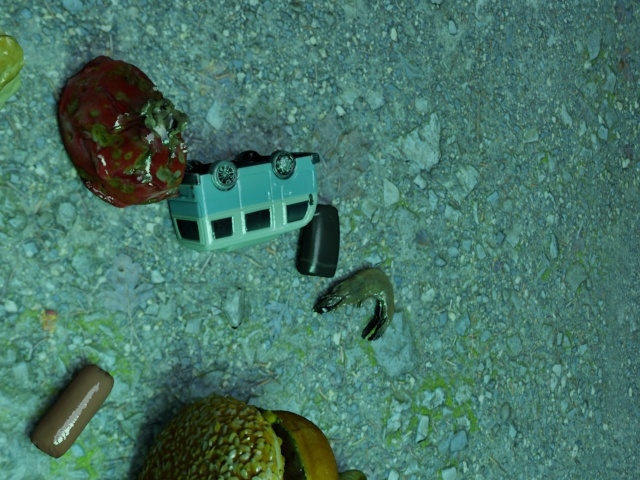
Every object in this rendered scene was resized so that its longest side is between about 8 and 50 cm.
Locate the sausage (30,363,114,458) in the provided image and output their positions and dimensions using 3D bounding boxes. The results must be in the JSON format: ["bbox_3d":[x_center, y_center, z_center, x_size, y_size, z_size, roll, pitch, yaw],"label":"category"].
[{"bbox_3d":[-0.388,0.266,1.216,0.062,0.062,0.154,49,61,-29],"label":"sausage"}]

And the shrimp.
[{"bbox_3d":[0.077,0.146,1.628,0.219,0.046,0.152,-19,99,-40],"label":"shrimp"}]

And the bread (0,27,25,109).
[{"bbox_3d":[-0.584,-0.167,0.973,0.236,0.165,0.375,37,64,-10],"label":"bread"}]

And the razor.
[{"bbox_3d":[0.000,0.000,1.557,0.090,0.054,0.148,9,85,-44],"label":"razor"}]

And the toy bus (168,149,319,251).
[{"bbox_3d":[-0.132,-0.075,1.396,0.271,0.133,0.165,-15,104,-37],"label":"toy bus"}]

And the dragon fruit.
[{"bbox_3d":[-0.303,-0.168,1.209,0.134,0.211,0.262,-38,107,-42],"label":"dragon fruit"}]

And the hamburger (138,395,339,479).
[{"bbox_3d":[-0.145,0.422,1.262,0.250,0.330,0.330,17,78,-37],"label":"hamburger"}]

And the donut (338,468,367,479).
[{"bbox_3d":[0.003,0.591,1.442,0.330,0.159,0.330,1,90,-78],"label":"donut"}]
